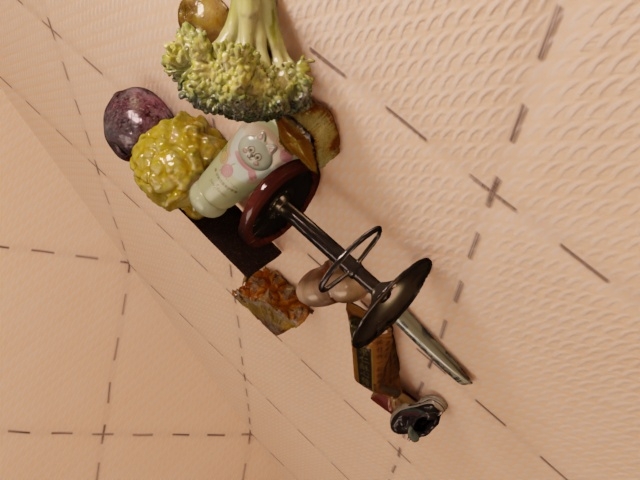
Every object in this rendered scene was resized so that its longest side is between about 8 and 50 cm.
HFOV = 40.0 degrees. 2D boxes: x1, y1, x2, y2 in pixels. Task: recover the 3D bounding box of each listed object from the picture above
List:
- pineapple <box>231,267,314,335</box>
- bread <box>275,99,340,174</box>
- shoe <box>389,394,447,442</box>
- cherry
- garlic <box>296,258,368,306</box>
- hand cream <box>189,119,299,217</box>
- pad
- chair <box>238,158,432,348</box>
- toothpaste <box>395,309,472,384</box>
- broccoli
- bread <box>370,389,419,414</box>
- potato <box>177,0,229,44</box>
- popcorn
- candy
[{"bbox_3d":[-0.122,0.177,2.395,0.236,0.114,0.186,33,153,28],"label":"pineapple"},{"bbox_3d":[-0.028,-0.204,1.650,0.128,0.069,0.140,38,159,28],"label":"bread"},{"bbox_3d":[0.227,0.439,2.101,0.071,0.099,0.169,44,127,-15],"label":"shoe"},{"bbox_3d":[-0.449,-0.286,2.168,0.195,0.195,0.195,40,156,21],"label":"cherry"},{"bbox_3d":[0.034,0.101,1.981,0.174,0.124,0.099,-9,106,34],"label":"garlic"},{"bbox_3d":[-0.164,-0.157,1.860,0.147,0.093,0.306,49,126,-3],"label":"hand cream"},{"bbox_3d":[-0.250,-0.054,2.164,0.330,0.220,0.004,45,116,4],"label":"pad"},{"bbox_3d":[0.000,0.000,1.728,0.401,0.226,0.226,41,157,20],"label":"chair"},{"bbox_3d":[0.235,0.228,1.902,0.239,0.039,0.062,46,162,3],"label":"toothpaste"},{"bbox_3d":[-0.136,-0.329,1.521,0.263,0.247,0.243,8,113,1],"label":"broccoli"},{"bbox_3d":[0.184,0.400,2.214,0.192,0.067,0.119,32,177,39],"label":"bread"},{"bbox_3d":[-0.214,-0.381,1.701,0.164,0.081,0.200,26,151,43],"label":"potato"},{"bbox_3d":[-0.307,-0.178,2.033,0.259,0.259,0.212,43,122,14],"label":"popcorn"},{"bbox_3d":[0.124,0.257,2.085,0.143,0.101,0.271,25,143,32],"label":"candy"}]
